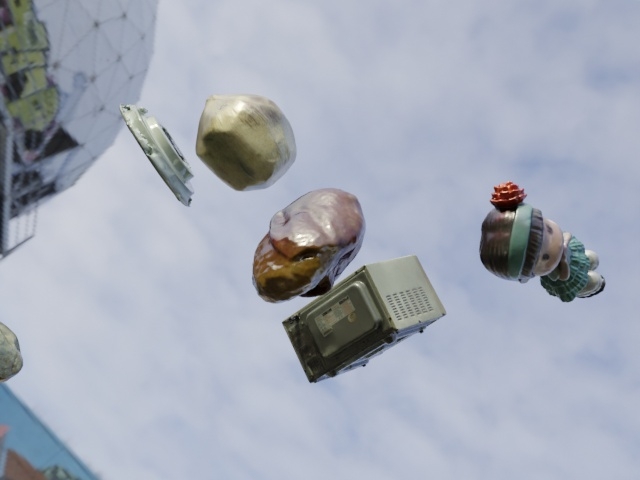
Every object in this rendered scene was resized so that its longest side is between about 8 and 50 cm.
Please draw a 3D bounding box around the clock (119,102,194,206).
[{"bbox_3d":[-0.301,-0.173,1.743,0.236,0.053,0.236,56,-2,2],"label":"clock"}]

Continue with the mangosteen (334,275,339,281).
[{"bbox_3d":[-0.001,0.009,1.789,0.156,0.181,0.146,32,-23,31],"label":"mangosteen"}]

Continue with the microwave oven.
[{"bbox_3d":[0.076,0.149,1.680,0.240,0.194,0.145,-36,-104,37],"label":"microwave oven"}]

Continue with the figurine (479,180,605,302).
[{"bbox_3d":[0.335,0.013,1.378,0.245,0.138,0.110,23,-34,-39],"label":"figurine"}]

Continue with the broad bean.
[{"bbox_3d":[-0.013,0.012,1.309,0.156,0.228,0.122,-10,-59,30],"label":"broad bean"}]

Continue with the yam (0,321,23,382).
[{"bbox_3d":[-0.407,0.128,0.942,0.317,0.067,0.071,-13,-59,42],"label":"yam"}]

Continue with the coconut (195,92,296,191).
[{"bbox_3d":[-0.159,-0.211,1.869,0.224,0.224,0.224,22,-49,27],"label":"coconut"}]
